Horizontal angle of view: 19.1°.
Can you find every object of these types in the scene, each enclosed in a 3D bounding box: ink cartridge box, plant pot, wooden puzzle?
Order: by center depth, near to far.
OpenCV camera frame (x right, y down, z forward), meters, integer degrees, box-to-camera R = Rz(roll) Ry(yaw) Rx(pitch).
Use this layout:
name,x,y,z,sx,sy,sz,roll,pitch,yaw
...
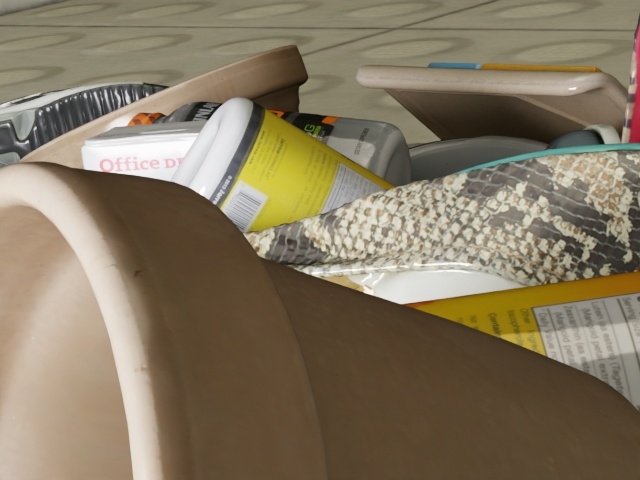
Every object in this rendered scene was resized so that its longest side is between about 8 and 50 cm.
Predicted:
name,x,y,z,sx,sy,sz,roll,pitch,yaw
plant pot,-0.009,0.114,0.642,0.229,0.263,0.263,6,6,-30
ink cartridge box,-0.086,-0.002,1.240,0.109,0.150,0.063,-3,15,16
wooden puzzle,0.175,-0.079,1.402,0.221,0.044,0.238,7,-17,44
plant pot,-0.107,-0.060,1.503,0.237,0.110,0.237,-24,2,1

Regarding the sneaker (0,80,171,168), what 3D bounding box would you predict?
name,x,y,z,sx,sy,sz,roll,pitch,yaw
sneaker,-0.216,-0.089,1.710,0.330,0.122,0.146,-4,16,12

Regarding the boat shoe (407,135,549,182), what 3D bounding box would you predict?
name,x,y,z,sx,sy,sz,roll,pitch,yaw
boat shoe,0.069,-0.028,1.405,0.267,0.096,0.088,-12,17,15

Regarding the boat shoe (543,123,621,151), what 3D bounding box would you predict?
name,x,y,z,sx,sy,sz,roll,pitch,yaw
boat shoe,0.145,0.003,1.187,0.099,0.116,0.319,-3,20,2

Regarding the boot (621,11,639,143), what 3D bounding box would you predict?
name,x,y,z,sx,sy,sz,roll,pitch,yaw
boot,0.326,-0.133,1.021,0.284,0.377,0.138,-1,29,-24

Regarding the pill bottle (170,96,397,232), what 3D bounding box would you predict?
name,x,y,z,sx,sy,sz,roll,pitch,yaw
pill bottle,0.000,0.000,1.148,0.184,0.103,0.103,31,8,-13

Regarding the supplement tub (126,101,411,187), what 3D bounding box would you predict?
name,x,y,z,sx,sy,sz,roll,pitch,yaw
supplement tub,-0.040,-0.034,1.316,0.190,0.117,0.117,7,18,14

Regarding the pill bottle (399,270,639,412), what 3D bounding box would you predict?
name,x,y,z,sx,sy,sz,roll,pitch,yaw
pill bottle,0.116,0.085,0.828,0.245,0.136,0.136,-8,14,-3

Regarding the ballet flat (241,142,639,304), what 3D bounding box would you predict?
name,x,y,z,sx,sy,sz,roll,pitch,yaw
ballet flat,-0.004,0.067,0.998,0.483,0.164,0.182,-6,35,27
